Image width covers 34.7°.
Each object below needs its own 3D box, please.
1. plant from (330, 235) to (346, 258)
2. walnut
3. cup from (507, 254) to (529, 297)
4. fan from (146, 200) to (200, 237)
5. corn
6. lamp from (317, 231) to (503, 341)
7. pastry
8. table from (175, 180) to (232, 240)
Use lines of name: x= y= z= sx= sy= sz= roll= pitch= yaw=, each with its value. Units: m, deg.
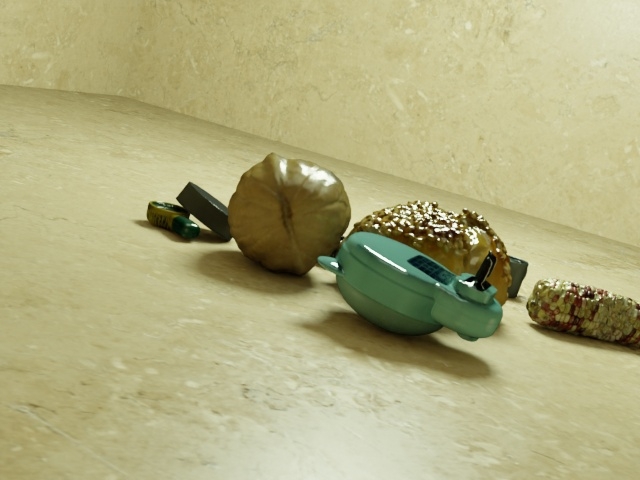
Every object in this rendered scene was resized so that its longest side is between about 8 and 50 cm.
plant: x=0.000 y=0.000 z=2.018 sx=0.085 sy=0.087 sz=0.174 roll=-18 pitch=19 yaw=-22
walnut: x=-0.056 y=-0.049 z=1.826 sx=0.224 sy=0.225 sz=0.261 roll=13 pitch=5 yaw=-5
cup: x=0.394 y=0.074 z=2.136 sx=0.100 sy=0.077 sz=0.078 roll=5 pitch=14 yaw=-40
fan: x=-0.273 y=-0.035 z=1.920 sx=0.082 sy=0.039 sz=0.155 roll=9 pitch=12 yaw=-33
corn: x=0.526 y=0.141 z=1.919 sx=0.289 sy=0.098 sz=0.098 roll=15 pitch=10 yaw=-10
lamp: x=0.145 y=0.074 z=1.596 sx=0.284 sy=0.147 sz=0.209 roll=9 pitch=10 yaw=19
pastry: x=0.195 y=0.021 z=1.848 sx=0.315 sy=0.184 sz=0.284 roll=10 pitch=10 yaw=-20
table: x=-0.212 y=-0.057 z=1.966 sx=0.133 sy=0.043 sz=0.133 roll=38 pitch=3 yaw=-3
